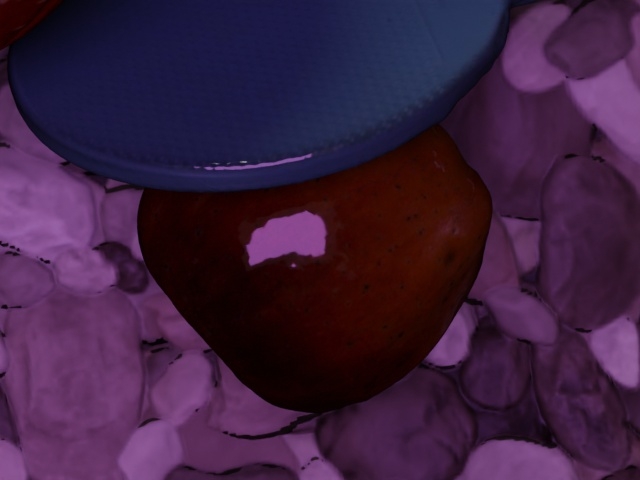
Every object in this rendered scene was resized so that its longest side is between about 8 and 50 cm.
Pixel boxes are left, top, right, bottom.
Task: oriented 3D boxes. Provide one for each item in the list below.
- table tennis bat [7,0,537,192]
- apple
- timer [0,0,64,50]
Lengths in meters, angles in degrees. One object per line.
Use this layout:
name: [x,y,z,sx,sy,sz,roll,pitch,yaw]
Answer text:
table tennis bat: [0.011,-0.115,0.685,0.329,0.215,0.044,-14,136,-3]
apple: [0.001,-0.004,0.706,0.158,0.147,0.156,-37,70,4]
timer: [-0.237,-0.244,0.602,0.378,0.279,0.378,11,114,25]
